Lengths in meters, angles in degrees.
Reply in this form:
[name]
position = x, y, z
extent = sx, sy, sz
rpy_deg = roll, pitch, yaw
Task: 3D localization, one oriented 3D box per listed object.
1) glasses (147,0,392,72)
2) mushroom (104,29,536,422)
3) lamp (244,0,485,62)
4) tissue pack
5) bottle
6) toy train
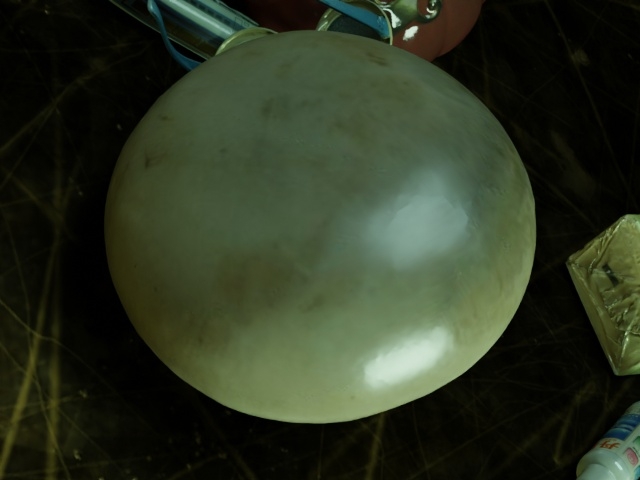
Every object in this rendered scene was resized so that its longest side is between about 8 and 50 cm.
[glasses]
position = -0.050, -0.208, 1.260
extent = 0.220, 0.189, 0.088
rpy_deg = 43, 38, -59
[mushroom]
position = 0.000, 0.000, 1.170
extent = 0.362, 0.295, 0.362
rpy_deg = 1, 53, -1
[lamp]
position = 0.046, -0.316, 1.436
extent = 0.303, 0.257, 0.303
rpy_deg = -4, 98, -32
[tissue pack]
position = 0.421, 0.061, 1.609
extent = 0.234, 0.125, 0.159
rpy_deg = 0, 61, -42
[bottle]
position = 0.304, 0.234, 1.420
extent = 0.060, 0.060, 0.217
rpy_deg = 54, 39, 4
[toy train]
position = -0.179, -0.246, 1.344
extent = 0.252, 0.055, 0.048
rpy_deg = 27, 54, -25
